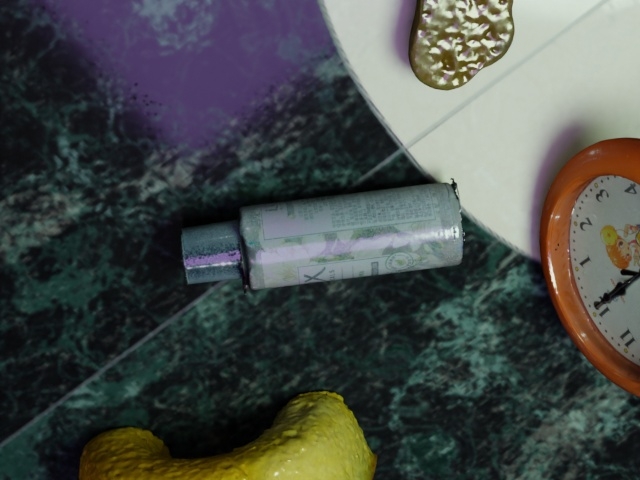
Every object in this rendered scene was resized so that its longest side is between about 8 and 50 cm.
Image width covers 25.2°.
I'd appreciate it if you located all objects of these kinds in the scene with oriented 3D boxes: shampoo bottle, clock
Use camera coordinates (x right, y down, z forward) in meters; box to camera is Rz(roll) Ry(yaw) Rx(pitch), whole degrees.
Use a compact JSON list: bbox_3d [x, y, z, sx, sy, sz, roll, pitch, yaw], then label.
[{"bbox_3d":[0.000,0.000,1.093,0.214,0.072,0.072,-7,116,-2],"label":"shampoo bottle"},{"bbox_3d":[0.241,0.023,1.061,0.051,0.205,0.205,-18,120,-29],"label":"clock"}]

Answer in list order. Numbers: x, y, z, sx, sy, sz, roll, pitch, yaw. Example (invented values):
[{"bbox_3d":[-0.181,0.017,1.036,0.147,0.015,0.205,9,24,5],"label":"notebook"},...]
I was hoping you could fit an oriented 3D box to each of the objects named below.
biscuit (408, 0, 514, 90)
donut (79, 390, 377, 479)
[{"bbox_3d":[0.083,-0.259,0.990,0.183,0.047,0.319,-13,116,3],"label":"biscuit"},{"bbox_3d":[-0.075,0.206,1.136,0.259,0.152,0.101,-10,109,-3],"label":"donut"}]
